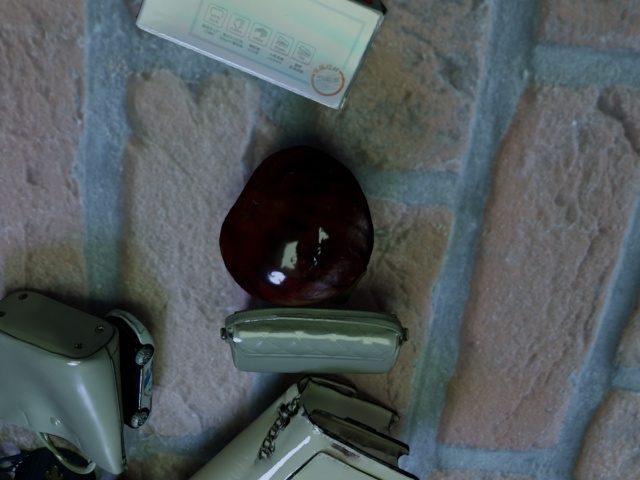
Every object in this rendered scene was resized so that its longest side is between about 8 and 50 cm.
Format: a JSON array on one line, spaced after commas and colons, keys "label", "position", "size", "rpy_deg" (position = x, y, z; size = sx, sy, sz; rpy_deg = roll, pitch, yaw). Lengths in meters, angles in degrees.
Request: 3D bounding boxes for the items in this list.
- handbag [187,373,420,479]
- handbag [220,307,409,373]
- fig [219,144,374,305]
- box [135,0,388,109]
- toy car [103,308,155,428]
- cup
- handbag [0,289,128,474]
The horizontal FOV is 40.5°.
[{"label": "handbag", "position": [-0.057, 0.378, 1.340], "size": [0.236, 0.160, 0.358], "rpy_deg": [30, 117, -33]}, {"label": "handbag", "position": [-0.008, 0.125, 1.187], "size": [0.256, 0.079, 0.219], "rpy_deg": [1, 159, -2]}, {"label": "fig", "position": [0.003, 0.002, 1.123], "size": [0.249, 0.186, 0.204], "rpy_deg": [26, 90, -30]}, {"label": "box", "position": [-0.068, -0.266, 1.017], "size": [0.269, 0.079, 0.135], "rpy_deg": [20, 119, -11]}, {"label": "toy car", "position": [-0.286, 0.190, 1.286], "size": [0.095, 0.056, 0.205], "rpy_deg": [25, 121, 26]}, {"label": "cup", "position": [-0.456, 0.420, 1.374], "size": [0.176, 0.155, 0.131], "rpy_deg": [29, 116, -17]}, {"label": "handbag", "position": [-0.389, 0.240, 1.273], "size": [0.241, 0.109, 0.316], "rpy_deg": [20, 122, 19]}]
